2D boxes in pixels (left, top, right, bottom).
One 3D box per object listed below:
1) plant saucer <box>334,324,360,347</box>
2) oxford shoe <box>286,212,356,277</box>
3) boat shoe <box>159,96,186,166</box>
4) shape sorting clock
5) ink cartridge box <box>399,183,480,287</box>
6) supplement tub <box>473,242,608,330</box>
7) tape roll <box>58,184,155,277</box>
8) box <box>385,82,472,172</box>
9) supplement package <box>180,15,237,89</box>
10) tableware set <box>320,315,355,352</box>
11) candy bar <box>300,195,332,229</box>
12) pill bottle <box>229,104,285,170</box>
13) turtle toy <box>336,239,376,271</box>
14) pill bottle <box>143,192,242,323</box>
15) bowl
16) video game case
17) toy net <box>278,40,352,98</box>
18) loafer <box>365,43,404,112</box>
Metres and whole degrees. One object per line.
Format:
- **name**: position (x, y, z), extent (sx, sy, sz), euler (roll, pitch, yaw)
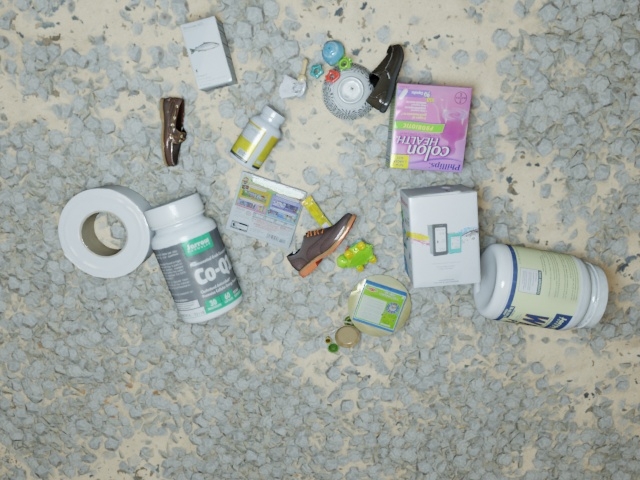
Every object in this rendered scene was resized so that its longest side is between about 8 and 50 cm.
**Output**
- **plant saucer**: position (0.088, 0.315, 1.686), extent (0.083, 0.015, 0.083), euler (0, 107, -1)
- **oxford shoe**: position (0.000, 0.000, 1.583), extent (0.098, 0.097, 0.271), euler (44, 110, -3)
- **boat shoe**: position (-0.440, -0.325, 1.539), extent (0.073, 0.073, 0.207), euler (1, 103, 3)
- **shape sorting clock**: position (0.192, 0.213, 1.670), extent (0.206, 0.040, 0.206), euler (0, 100, 1)
- **ink cartridge box**: position (0.354, -0.021, 1.535), extent (0.197, 0.198, 0.270), euler (-5, 102, 3)
- **supplement tub**: position (0.656, 0.143, 1.548), extent (0.325, 0.235, 0.235), euler (9, 103, -1)
- **tape roll**: position (-0.659, -0.028, 1.599), extent (0.286, 0.100, 0.286), euler (0, 104, 0)
- **box**: position (0.312, -0.330, 1.505), extent (0.214, 0.117, 0.243), euler (4, 103, 0)
- **supplement package**: position (-0.318, -0.533, 1.473), extent (0.105, 0.105, 0.179), euler (-14, 102, 5)
- **tableware set**: position (0.083, 0.311, 1.704), extent (0.154, 0.024, 0.104), euler (-26, 102, 6)
- **candy bar**: position (0.001, -0.069, 1.610), extent (0.040, 0.018, 0.161), euler (-35, 109, 11)
- **pill bottle**: position (-0.183, -0.307, 1.525), extent (0.103, 0.103, 0.184), euler (34, 101, -7)
- **turtle toy**: position (0.109, 0.048, 1.620), extent (0.130, 0.066, 0.095), euler (-34, 124, 10)
- **pill bottle**: position (-0.389, 0.051, 1.559), extent (0.204, 0.204, 0.361), euler (-18, 103, 5)
- **bowl**: position (0.087, -0.440, 1.503), extent (0.170, 0.080, 0.170), euler (0, 102, 1)
- **video game case**: position (-0.172, -0.095, 1.615), extent (0.212, 0.023, 0.193), euler (18, 103, -3)
- **toy net**: position (-0.017, -0.481, 1.501), extent (0.232, 0.045, 0.122), euler (-36, 78, 16)
- **loafer**: position (0.180, -0.473, 1.456), extent (0.078, 0.080, 0.220), euler (17, 71, -6)
